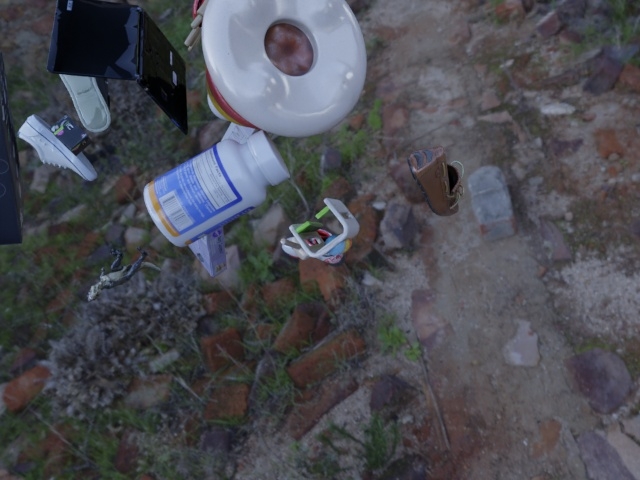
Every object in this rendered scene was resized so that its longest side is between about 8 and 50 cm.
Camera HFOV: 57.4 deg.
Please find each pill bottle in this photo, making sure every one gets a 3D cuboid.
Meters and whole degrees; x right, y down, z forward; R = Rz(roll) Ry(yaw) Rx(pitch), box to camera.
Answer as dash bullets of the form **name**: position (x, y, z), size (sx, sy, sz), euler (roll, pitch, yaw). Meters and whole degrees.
- **pill bottle**: position (-0.206, -0.112, 1.195), size (0.272, 0.152, 0.152), euler (-29, 37, 6)

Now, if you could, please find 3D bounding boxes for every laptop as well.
- **laptop**: position (-0.401, -0.357, 1.202), size (0.137, 0.264, 0.234), euler (-19, 56, 14)

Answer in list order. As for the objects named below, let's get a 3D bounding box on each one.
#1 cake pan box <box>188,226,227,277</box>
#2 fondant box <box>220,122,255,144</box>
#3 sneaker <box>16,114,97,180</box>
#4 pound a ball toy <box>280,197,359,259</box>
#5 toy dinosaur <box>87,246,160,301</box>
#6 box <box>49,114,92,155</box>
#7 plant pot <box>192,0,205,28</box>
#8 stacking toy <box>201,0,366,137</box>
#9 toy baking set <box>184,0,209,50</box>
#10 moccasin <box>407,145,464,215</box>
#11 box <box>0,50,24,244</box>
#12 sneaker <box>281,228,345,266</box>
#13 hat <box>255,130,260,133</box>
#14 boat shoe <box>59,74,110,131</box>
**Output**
- **cake pan box**: position (-0.400, -0.044, 1.901), size (0.070, 0.267, 0.246), euler (-32, 62, -24)
- **fondant box**: position (-0.203, -0.424, 2.073), size (0.238, 0.096, 0.330), euler (-35, 0, -25)
- **sneaker**: position (-0.812, -0.268, 1.808), size (0.091, 0.258, 0.094), euler (-43, 18, 4)
- **pound a ball toy**: position (0.000, 0.000, 1.605), size (0.208, 0.135, 0.319), euler (-38, -5, 8)
- **toy dinosaur**: position (-0.519, 0.074, 1.565), size (0.064, 0.118, 0.268), euler (35, 30, 17)
- **box**: position (-0.666, -0.280, 1.562), size (0.062, 0.083, 0.052), euler (-45, -3, -13)
- **plant pot**: position (-0.365, -0.837, 2.162), size (0.174, 0.191, 0.191), euler (15, 54, 18)
- **stacking toy**: position (-0.149, -0.360, 1.329), size (0.350, 0.350, 0.480), euler (-49, 16, -22)
- **toy baking set**: position (-0.311, -0.636, 1.631), size (0.256, 0.030, 0.197), euler (-58, 14, -10)
- **moccasin**: position (0.395, -0.190, 1.879), size (0.147, 0.380, 0.139), euler (-21, 56, 16)
- **box**: position (-0.545, -0.131, 0.867), size (0.165, 0.270, 0.143), euler (-5, 41, -21)
- **sneaker**: position (-0.045, 0.006, 2.100), size (0.270, 0.145, 0.090), euler (15, 64, 32)
- **hat**: position (-0.115, -0.437, 1.719), size (0.331, 0.134, 0.331), euler (-38, 11, 8)
- **boat shoe**: position (-0.733, -0.507, 1.829), size (0.127, 0.340, 0.113), euler (-20, 12, -9)
